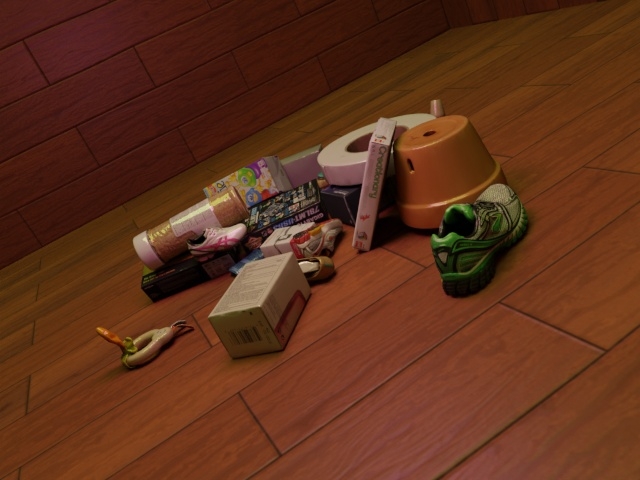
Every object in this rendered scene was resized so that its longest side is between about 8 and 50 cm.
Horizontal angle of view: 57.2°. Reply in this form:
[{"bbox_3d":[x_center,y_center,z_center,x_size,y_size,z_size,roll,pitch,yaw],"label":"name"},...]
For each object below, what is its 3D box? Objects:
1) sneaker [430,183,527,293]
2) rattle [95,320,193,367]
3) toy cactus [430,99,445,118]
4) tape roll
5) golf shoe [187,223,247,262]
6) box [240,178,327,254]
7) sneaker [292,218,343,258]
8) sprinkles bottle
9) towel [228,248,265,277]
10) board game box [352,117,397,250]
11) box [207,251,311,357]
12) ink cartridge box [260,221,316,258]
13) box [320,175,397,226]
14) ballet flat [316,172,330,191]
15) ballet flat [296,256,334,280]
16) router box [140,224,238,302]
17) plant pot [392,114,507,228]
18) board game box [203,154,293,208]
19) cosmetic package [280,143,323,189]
[{"bbox_3d":[0.349,-0.037,1.276,0.134,0.146,0.343,-6,28,39],"label":"sneaker"},{"bbox_3d":[-0.459,0.231,1.551,0.199,0.143,0.130,-33,4,-3],"label":"rattle"},{"bbox_3d":[0.403,-0.377,1.955,0.219,0.180,0.112,-3,10,33],"label":"toy cactus"},{"bbox_3d":[0.180,-0.285,1.816,0.392,0.072,0.392,-18,24,8],"label":"tape roll"},{"bbox_3d":[-0.311,-0.006,1.775,0.186,0.086,0.067,-28,38,-4],"label":"golf shoe"},{"bbox_3d":[-0.126,-0.089,1.987,0.293,0.073,0.295,-25,20,6],"label":"box"},{"bbox_3d":[0.000,0.000,1.654,0.088,0.093,0.225,-17,7,33],"label":"sneaker"},{"bbox_3d":[-0.401,-0.041,1.834,0.355,0.121,0.121,-29,22,-1],"label":"sprinkles bottle"},{"bbox_3d":[-0.220,0.069,1.794,0.119,0.029,0.067,-36,25,-25],"label":"towel"},{"bbox_3d":[0.143,-0.150,1.560,0.053,0.305,0.193,12,32,7],"label":"board game box"},{"bbox_3d":[-0.137,0.151,1.394,0.148,0.127,0.232,-15,24,25],"label":"box"},{"bbox_3d":[-0.089,0.007,1.748,0.150,0.063,0.109,-9,27,34],"label":"ink cartridge box"},{"bbox_3d":[0.131,-0.145,1.796,0.207,0.108,0.153,-33,24,-20],"label":"box"},{"bbox_3d":[0.157,-0.232,1.960,0.348,0.123,0.123,-25,22,-8],"label":"ballet flat"},{"bbox_3d":[-0.078,0.078,1.540,0.232,0.080,0.073,-14,-14,24],"label":"ballet flat"},{"bbox_3d":[-0.423,0.043,1.919,0.309,0.081,0.243,-22,38,7],"label":"router box"},{"bbox_3d":[0.313,-0.190,1.515,0.291,0.203,0.291,-20,24,9],"label":"plant pot"},{"bbox_3d":[-0.270,-0.192,2.194,0.275,0.144,0.142,-24,2,22],"label":"board game box"},{"bbox_3d":[-0.084,-0.267,2.274,0.238,0.127,0.107,-19,22,11],"label":"cosmetic package"}]
